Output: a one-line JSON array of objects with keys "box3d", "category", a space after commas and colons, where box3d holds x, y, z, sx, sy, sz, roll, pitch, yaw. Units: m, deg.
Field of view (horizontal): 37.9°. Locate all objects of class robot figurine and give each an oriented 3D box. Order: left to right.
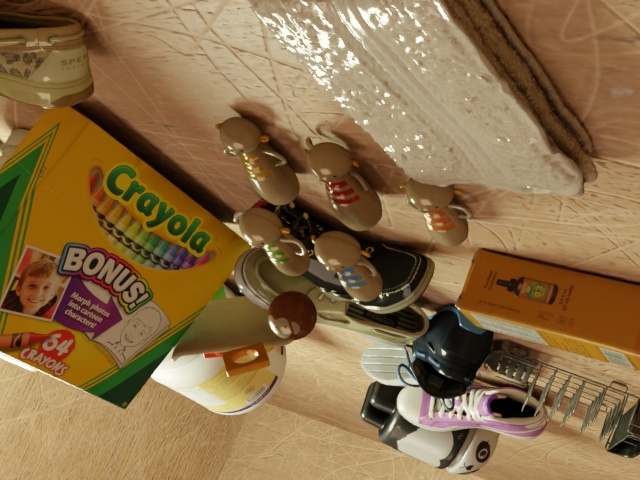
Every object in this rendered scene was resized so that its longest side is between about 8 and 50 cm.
[{"box3d": [0.225, 0.366, 1.892, 0.278, 0.173, 0.209, 25, 173, -2], "category": "robot figurine"}]

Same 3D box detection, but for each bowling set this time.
[{"box3d": [0.000, 0.000, 0.974, 0.287, 0.199, 0.154, 12, 160, 25], "category": "bowling set"}]

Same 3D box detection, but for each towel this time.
[{"box3d": [0.085, -0.114, 0.720, 0.187, 0.049, 0.282, 8, 158, 44], "category": "towel"}]

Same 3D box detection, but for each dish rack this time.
[{"box3d": [0.381, 0.249, 1.457, 0.272, 0.074, 0.208, 20, 164, 14], "category": "dish rack"}]

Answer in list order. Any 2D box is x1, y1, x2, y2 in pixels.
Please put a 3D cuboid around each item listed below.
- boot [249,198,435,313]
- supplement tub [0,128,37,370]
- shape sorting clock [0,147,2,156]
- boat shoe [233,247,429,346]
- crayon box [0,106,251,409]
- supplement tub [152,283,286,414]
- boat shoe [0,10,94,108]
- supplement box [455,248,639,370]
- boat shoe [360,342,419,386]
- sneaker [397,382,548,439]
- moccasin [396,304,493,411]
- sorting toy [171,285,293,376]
[{"box3d": [0.016, 0.015, 1.195, 0.179, 0.085, 0.236, 35, 162, -28], "category": "boot"}, {"box3d": [-0.468, 0.014, 1.457, 0.236, 0.324, 0.235, 22, 165, 6], "category": "supplement tub"}, {"box3d": [-0.636, -0.184, 1.583, 0.206, 0.040, 0.206, 21, 161, 8], "category": "shape sorting clock"}, {"box3d": [0.023, 0.076, 1.378, 0.302, 0.109, 0.094, 19, 161, -16], "category": "boat shoe"}, {"box3d": [-0.315, 0.033, 1.299, 0.106, 0.313, 0.363, 36, 177, 42], "category": "crayon box"}, {"box3d": [-0.239, 0.212, 1.950, 0.241, 0.241, 0.331, 15, 162, 31], "category": "supplement tub"}, {"box3d": [-0.367, -0.221, 0.983, 0.285, 0.104, 0.089, 16, 126, 12], "category": "boat shoe"}, {"box3d": [0.274, 0.078, 1.035, 0.234, 0.078, 0.080, 15, 165, 33], "category": "supplement box"}, {"box3d": [0.176, 0.245, 1.732, 0.226, 0.083, 0.076, 6, 156, 46], "category": "boat shoe"}, {"box3d": [0.271, 0.294, 1.698, 0.282, 0.102, 0.161, 2, 163, 15], "category": "sneaker"}, {"box3d": [0.184, 0.191, 1.471, 0.138, 0.116, 0.342, 21, 164, 11], "category": "moccasin"}, {"box3d": [-0.127, 0.139, 1.459, 0.196, 0.047, 0.347, -10, -159, 3], "category": "sorting toy"}]
